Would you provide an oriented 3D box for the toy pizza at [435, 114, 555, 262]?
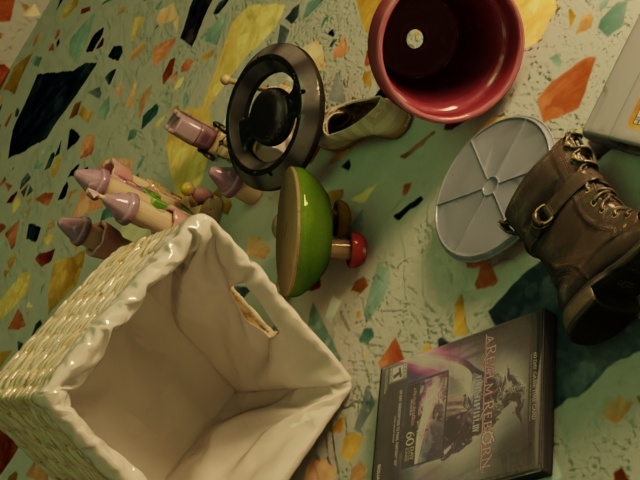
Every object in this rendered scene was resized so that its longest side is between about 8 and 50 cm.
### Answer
[{"bbox_3d":[0.221,-0.062,1.686,0.201,0.032,0.201,-34,41,36],"label":"toy pizza"}]

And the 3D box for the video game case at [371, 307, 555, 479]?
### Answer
[{"bbox_3d":[0.162,0.206,1.582,0.274,0.026,0.196,-27,47,45],"label":"video game case"}]

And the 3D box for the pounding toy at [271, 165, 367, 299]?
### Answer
[{"bbox_3d":[0.000,0.000,1.920,0.237,0.110,0.183,117,154,-66],"label":"pounding toy"}]

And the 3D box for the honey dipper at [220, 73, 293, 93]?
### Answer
[{"bbox_3d":[-0.097,-0.244,2.159,0.161,0.030,0.030,20,83,35],"label":"honey dipper"}]

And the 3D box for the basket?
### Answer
[{"bbox_3d":[-0.202,0.193,1.758,0.331,0.328,0.266,-51,22,-27],"label":"basket"}]

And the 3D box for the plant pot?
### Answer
[{"bbox_3d":[0.149,-0.267,1.809,0.201,0.201,0.180,-59,17,6],"label":"plant pot"}]

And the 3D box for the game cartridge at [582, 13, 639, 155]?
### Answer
[{"bbox_3d":[0.424,-0.172,1.459,0.297,0.062,0.198,24,92,58],"label":"game cartridge"}]

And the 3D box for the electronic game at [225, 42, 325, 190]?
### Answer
[{"bbox_3d":[-0.072,-0.189,2.079,0.229,0.048,0.229,-9,78,48],"label":"electronic game"}]

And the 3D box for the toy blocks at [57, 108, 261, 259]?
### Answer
[{"bbox_3d":[-0.293,-0.079,2.222,0.309,0.260,0.288,-60,31,5],"label":"toy blocks"}]

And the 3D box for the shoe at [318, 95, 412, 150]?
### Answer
[{"bbox_3d":[0.046,-0.180,1.999,0.219,0.058,0.076,-5,64,54],"label":"shoe"}]

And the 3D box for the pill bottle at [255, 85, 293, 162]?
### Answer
[{"bbox_3d":[-0.075,-0.183,2.169,0.065,0.065,0.116,-28,45,43],"label":"pill bottle"}]

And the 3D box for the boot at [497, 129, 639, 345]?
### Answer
[{"bbox_3d":[0.307,-0.038,1.471,0.263,0.091,0.229,-46,41,28],"label":"boot"}]
